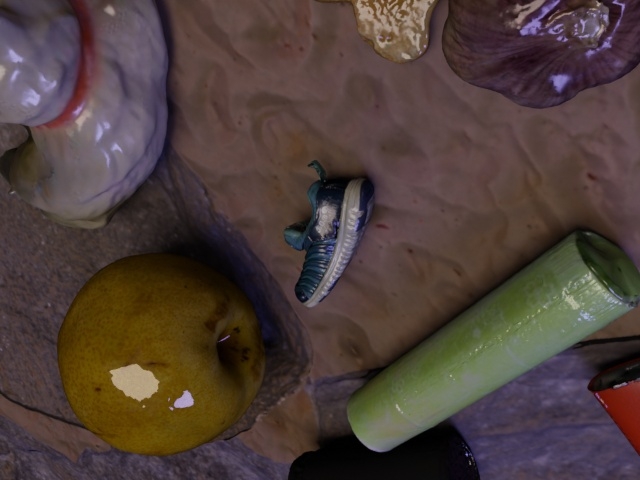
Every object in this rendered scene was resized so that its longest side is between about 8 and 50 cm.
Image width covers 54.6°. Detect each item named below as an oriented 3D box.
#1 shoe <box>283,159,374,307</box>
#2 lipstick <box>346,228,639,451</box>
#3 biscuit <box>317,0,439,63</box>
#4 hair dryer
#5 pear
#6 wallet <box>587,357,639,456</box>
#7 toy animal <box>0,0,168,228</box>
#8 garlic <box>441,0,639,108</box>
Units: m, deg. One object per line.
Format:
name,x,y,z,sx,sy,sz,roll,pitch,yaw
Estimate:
shoe,0.000,0.000,0.578,0.071,0.064,0.143,25,122,11
lipstick,0.139,0.100,0.557,0.076,0.076,0.304,45,127,-1
biscuit,0.084,-0.239,0.427,0.153,0.030,0.234,39,126,-3
hair dryer,0.109,0.324,0.699,0.197,0.089,0.251,-21,114,31
pear,-0.168,0.113,0.637,0.209,0.209,0.209,12,120,21
wallet,0.340,0.169,0.511,0.142,0.045,0.204,-33,99,33
toy animal,-0.277,-0.116,0.588,0.308,0.188,0.266,-18,115,29
garlic,0.151,-0.151,0.382,0.147,0.102,0.159,24,128,-34
